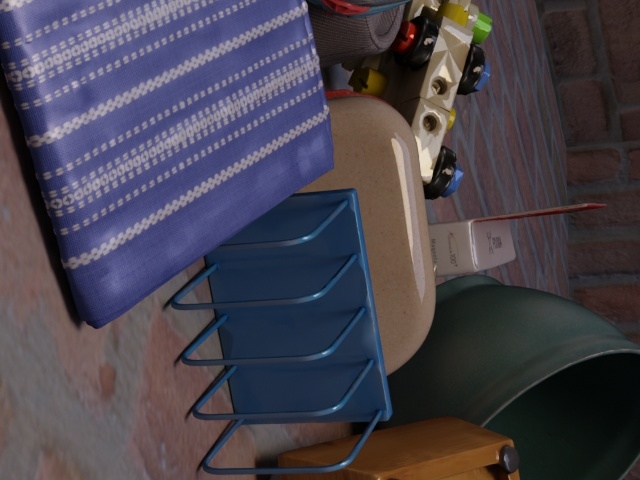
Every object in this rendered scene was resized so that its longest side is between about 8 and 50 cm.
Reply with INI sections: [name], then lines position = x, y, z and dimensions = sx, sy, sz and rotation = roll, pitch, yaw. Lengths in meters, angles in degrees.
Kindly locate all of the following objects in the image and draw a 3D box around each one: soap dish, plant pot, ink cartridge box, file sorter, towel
[soap dish]
position = 0.082, 0.295, 1.070
dimensions = 0.229, 0.118, 0.291
rotation = -2, 81, -49
[plant pot]
position = 0.171, 0.159, 1.352
dimensions = 0.196, 0.293, 0.293
rotation = 50, -10, 39
[ink cartridge box]
position = 0.185, 0.002, 1.461
dimensions = 0.275, 0.238, 0.060
rotation = -5, 90, -74
[file sorter]
position = -0.031, 0.063, 0.917
dimensions = 0.104, 0.118, 0.170
rotation = -45, 128, -66
[towel]
position = -0.099, -0.146, 0.775
dimensions = 0.243, 0.040, 0.336
rotation = -37, 123, -44

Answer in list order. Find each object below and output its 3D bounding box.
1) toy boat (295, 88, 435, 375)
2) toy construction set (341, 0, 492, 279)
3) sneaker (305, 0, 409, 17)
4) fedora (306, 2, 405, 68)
[toy boat]
position = 0.000, 0.000, 1.061
dimensions = 0.151, 0.151, 0.231
rotation = -164, -114, -76
[toy construction set]
position = 0.065, -0.111, 1.247
dimensions = 0.215, 0.151, 0.328
rotation = -13, -108, 62
[sneaker]
position = 0.011, -0.224, 0.946
dimensions = 0.261, 0.125, 0.104
rotation = 7, 88, -38
[fedora]
position = 0.005, -0.256, 1.125
dimensions = 0.244, 0.124, 0.276
rotation = 49, 39, -65
